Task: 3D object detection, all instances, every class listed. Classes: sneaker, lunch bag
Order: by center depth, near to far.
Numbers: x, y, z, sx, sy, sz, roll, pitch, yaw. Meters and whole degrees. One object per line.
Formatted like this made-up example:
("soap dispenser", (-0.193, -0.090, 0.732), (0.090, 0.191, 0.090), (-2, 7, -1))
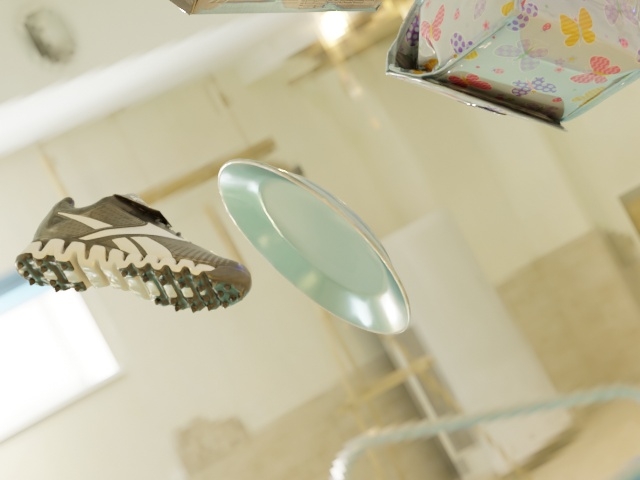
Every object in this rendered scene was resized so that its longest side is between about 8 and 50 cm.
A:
("lunch bag", (0.075, -0.074, 0.694), (0.071, 0.053, 0.083), (17, -29, -29))
("sneaker", (-0.170, 0.002, 1.723), (0.234, 0.106, 0.078), (7, -30, 18))

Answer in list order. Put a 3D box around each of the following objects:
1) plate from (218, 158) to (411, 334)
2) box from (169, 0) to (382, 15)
("plate", (0.000, 0.000, 1.389), (0.024, 0.188, 0.188), (-49, 7, -20))
("box", (-0.076, -0.232, 1.323), (0.231, 0.183, 0.056), (-10, -49, -53))
